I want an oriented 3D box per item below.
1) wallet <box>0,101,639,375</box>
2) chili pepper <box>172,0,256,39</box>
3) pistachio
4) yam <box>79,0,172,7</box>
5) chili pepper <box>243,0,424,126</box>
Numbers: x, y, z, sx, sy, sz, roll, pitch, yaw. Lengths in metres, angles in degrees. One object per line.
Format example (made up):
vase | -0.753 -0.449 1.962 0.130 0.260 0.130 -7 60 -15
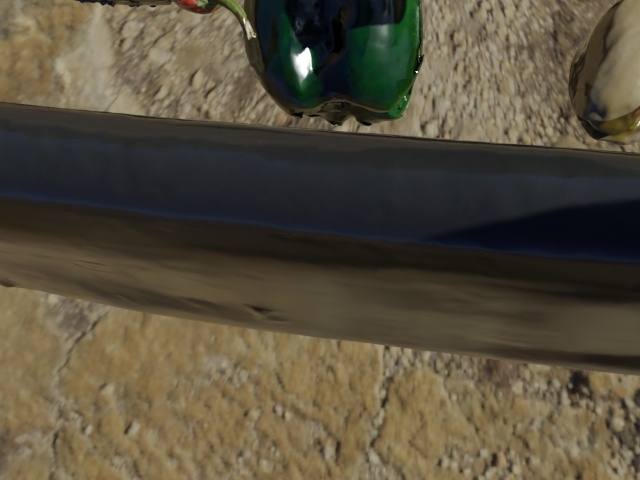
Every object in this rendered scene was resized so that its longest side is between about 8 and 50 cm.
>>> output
wallet | 0.000 -0.001 0.499 0.406 0.228 0.062 6 75 19
chili pepper | -0.100 -0.200 0.794 0.059 0.050 0.191 -51 59 13
pistachio | 0.283 -0.156 1.074 0.113 0.113 0.149 40 64 -9
yam | -0.307 -0.340 1.253 0.304 0.168 0.168 0 111 -18
chili pepper | 0.034 -0.293 1.651 0.248 0.233 0.257 -5 88 25
